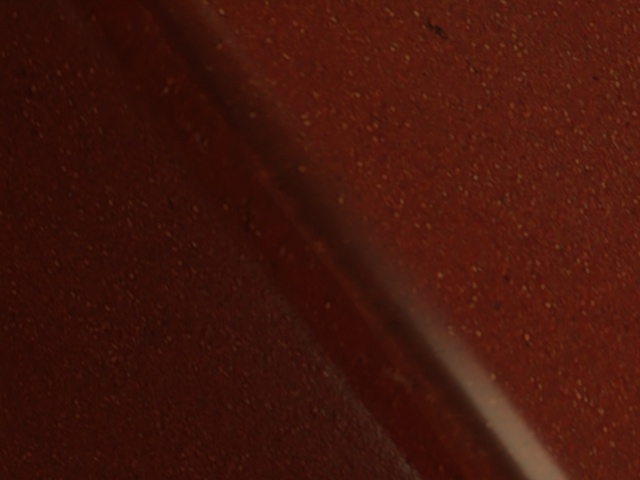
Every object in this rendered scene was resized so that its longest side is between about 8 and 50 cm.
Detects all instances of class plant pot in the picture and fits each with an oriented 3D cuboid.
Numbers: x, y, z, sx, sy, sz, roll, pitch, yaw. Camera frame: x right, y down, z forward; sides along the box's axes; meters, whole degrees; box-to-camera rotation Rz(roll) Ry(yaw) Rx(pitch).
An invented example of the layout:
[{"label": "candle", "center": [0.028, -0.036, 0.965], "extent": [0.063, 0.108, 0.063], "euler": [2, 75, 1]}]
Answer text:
[{"label": "plant pot", "center": [0.000, 0.000, 0.477], "extent": [0.236, 0.267, 0.267], "euler": [52, 46, -14]}]
